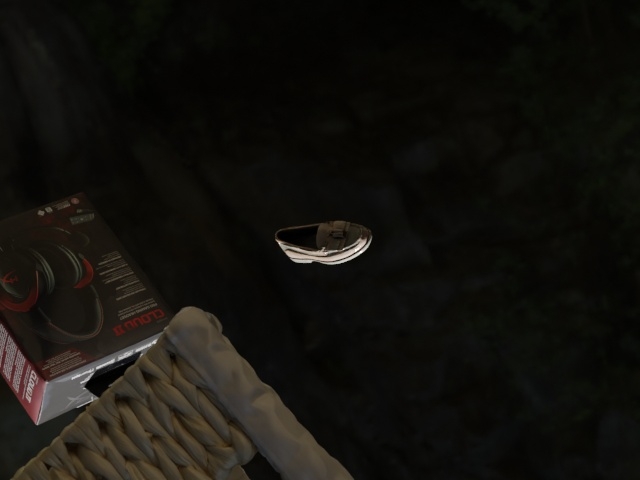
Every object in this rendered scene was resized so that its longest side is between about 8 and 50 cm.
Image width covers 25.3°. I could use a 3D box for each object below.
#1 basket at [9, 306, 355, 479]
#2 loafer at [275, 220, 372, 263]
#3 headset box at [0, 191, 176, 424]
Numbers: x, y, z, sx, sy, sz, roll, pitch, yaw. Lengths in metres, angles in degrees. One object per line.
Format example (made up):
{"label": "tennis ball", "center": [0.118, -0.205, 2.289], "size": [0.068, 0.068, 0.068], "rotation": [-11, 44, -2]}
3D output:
{"label": "basket", "center": [-0.094, 0.261, 1.214], "size": [0.266, 0.328, 0.331], "rotation": [-41, 178, -4]}
{"label": "loafer", "center": [0.000, 0.000, 1.568], "size": [0.125, 0.039, 0.045], "rotation": [-8, -126, 46]}
{"label": "headset box", "center": [-0.346, 0.098, 1.943], "size": [0.218, 0.110, 0.293], "rotation": [-22, -119, -34]}
